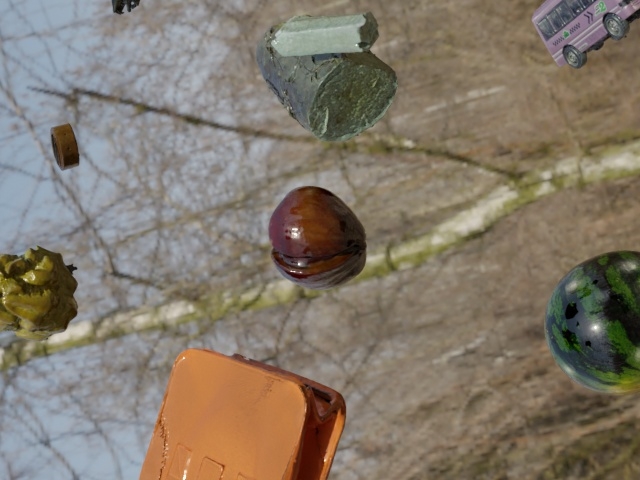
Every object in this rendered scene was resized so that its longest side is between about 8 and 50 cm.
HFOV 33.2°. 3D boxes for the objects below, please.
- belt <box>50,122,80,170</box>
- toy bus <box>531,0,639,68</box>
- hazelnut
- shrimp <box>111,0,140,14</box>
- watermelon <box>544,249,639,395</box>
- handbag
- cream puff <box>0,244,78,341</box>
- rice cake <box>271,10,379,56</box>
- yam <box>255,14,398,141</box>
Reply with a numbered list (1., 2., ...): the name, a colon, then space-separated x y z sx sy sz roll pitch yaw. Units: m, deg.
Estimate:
1. belt: -0.421 -0.155 1.761 0.059 0.036 0.083 52 151 35
2. toy bus: 0.363 -0.307 1.395 0.108 0.096 0.199 56 163 1
3. hazelnut: 0.000 0.000 1.882 0.178 0.178 0.204 -91 -8 -52
4. shrimp: -0.293 -0.589 1.744 0.272 0.085 0.444 -102 22 -66
5. watermelon: 0.523 0.148 1.903 0.269 0.269 0.268 -15 -90 -79
6. handbag: -0.145 0.367 1.940 0.116 0.410 0.303 22 -98 -39
7. cream puff: -0.450 0.088 1.636 0.121 0.156 0.156 49 177 30
8. rice cake: 0.012 -0.364 1.889 0.069 0.207 0.063 -53 -47 -40
9. yam: -0.003 -0.324 2.105 0.202 0.201 0.271 12 -148 -39
